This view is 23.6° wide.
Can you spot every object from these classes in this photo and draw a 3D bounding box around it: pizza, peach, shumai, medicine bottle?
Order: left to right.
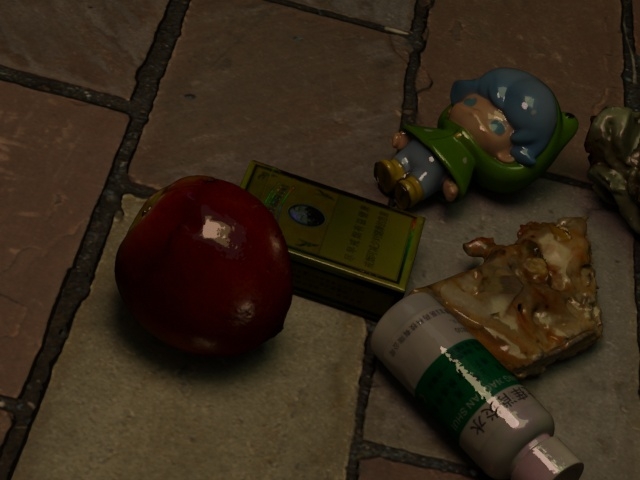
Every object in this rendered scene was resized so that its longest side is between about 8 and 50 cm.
[{"bbox_3d":[-0.113,0.031,1.607,0.197,0.197,0.197,10,41,-9],"label":"peach"},{"bbox_3d":[0.164,0.168,1.608,0.095,0.095,0.260,-21,55,-36],"label":"medicine bottle"},{"bbox_3d":[0.248,0.054,1.780,0.189,0.071,0.297,40,45,25],"label":"pizza"},{"bbox_3d":[0.447,-0.085,1.955,0.218,0.189,0.256,14,54,23],"label":"shumai"}]

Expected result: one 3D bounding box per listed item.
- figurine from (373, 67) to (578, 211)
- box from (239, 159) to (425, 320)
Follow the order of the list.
[{"bbox_3d":[0.191,-0.122,1.917,0.263,0.143,0.162,-29,49,-20],"label":"figurine"},{"bbox_3d":[0.000,0.000,1.761,0.219,0.064,0.141,18,41,3],"label":"box"}]
